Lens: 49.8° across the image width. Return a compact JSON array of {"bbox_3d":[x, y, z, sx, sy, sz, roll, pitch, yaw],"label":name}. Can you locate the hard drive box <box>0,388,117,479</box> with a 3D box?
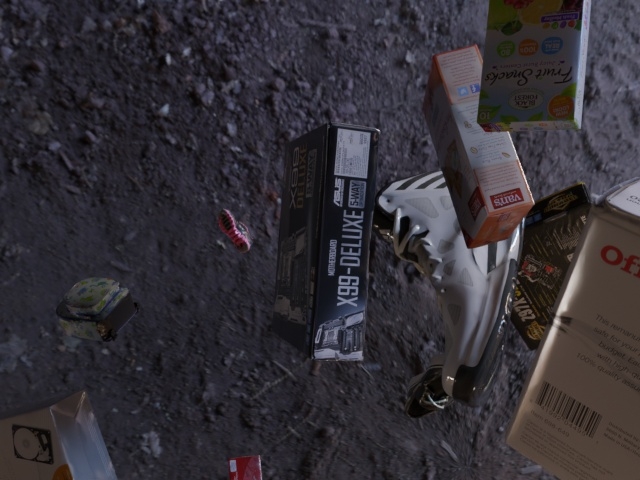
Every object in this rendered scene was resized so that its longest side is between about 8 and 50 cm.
[{"bbox_3d":[-0.478,0.370,1.159,0.232,0.089,0.181,-19,91,24],"label":"hard drive box"}]

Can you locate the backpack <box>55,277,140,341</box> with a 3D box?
[{"bbox_3d":[-0.390,0.114,1.179,0.114,0.084,0.105,-1,31,21],"label":"backpack"}]

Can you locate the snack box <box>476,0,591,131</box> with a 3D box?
[{"bbox_3d":[0.222,-0.186,0.716,0.100,0.037,0.141,3,82,32],"label":"snack box"}]

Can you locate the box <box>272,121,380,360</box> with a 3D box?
[{"bbox_3d":[0.000,0.000,0.995,0.076,0.242,0.308,4,91,-16],"label":"box"}]

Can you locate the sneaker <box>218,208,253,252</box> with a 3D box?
[{"bbox_3d":[-0.207,-0.030,1.707,0.047,0.057,0.119,-25,100,34],"label":"sneaker"}]

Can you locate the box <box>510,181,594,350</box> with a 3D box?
[{"bbox_3d":[0.485,0.065,1.423,0.257,0.322,0.079,-25,30,25],"label":"box"}]

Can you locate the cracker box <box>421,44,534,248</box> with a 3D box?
[{"bbox_3d":[0.205,-0.121,0.936,0.067,0.156,0.232,-15,73,-2],"label":"cracker box"}]

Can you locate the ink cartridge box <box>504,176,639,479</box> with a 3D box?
[{"bbox_3d":[0.244,0.086,0.484,0.158,0.218,0.092,30,36,32],"label":"ink cartridge box"}]

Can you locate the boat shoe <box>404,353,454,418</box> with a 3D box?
[{"bbox_3d":[0.204,0.261,1.197,0.077,0.219,0.070,23,60,0],"label":"boat shoe"}]

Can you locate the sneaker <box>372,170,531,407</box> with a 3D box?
[{"bbox_3d":[0.186,0.053,1.118,0.257,0.169,0.448,9,48,16],"label":"sneaker"}]

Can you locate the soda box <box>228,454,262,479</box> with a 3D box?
[{"bbox_3d":[-0.180,0.680,1.719,0.083,0.092,0.263,-4,63,-7],"label":"soda box"}]
